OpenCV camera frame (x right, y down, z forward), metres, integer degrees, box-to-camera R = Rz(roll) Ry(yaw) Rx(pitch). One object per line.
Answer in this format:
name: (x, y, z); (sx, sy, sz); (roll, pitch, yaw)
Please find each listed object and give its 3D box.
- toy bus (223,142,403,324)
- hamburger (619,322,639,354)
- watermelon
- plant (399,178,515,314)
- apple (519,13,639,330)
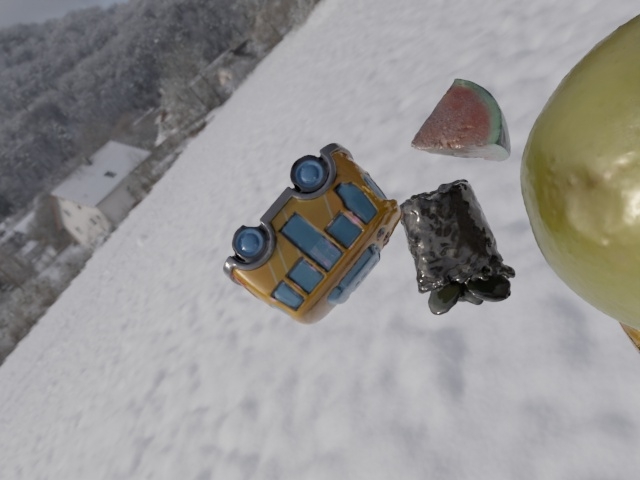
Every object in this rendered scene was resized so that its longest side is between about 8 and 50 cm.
toy bus: (0.000, 0.000, 0.772); (0.209, 0.136, 0.126); (-50, -18, 0)
hamburger: (0.627, 0.145, 1.159); (0.163, 0.244, 0.244); (-25, 23, 21)
watermelon: (0.286, -0.240, 1.273); (0.202, 0.207, 0.136); (-13, -21, -27)
plant: (0.286, 0.016, 1.390); (0.199, 0.276, 0.188); (-21, 0, 13)
apple: (0.305, -0.075, 0.560); (0.295, 0.233, 0.258); (-54, 12, -30)
